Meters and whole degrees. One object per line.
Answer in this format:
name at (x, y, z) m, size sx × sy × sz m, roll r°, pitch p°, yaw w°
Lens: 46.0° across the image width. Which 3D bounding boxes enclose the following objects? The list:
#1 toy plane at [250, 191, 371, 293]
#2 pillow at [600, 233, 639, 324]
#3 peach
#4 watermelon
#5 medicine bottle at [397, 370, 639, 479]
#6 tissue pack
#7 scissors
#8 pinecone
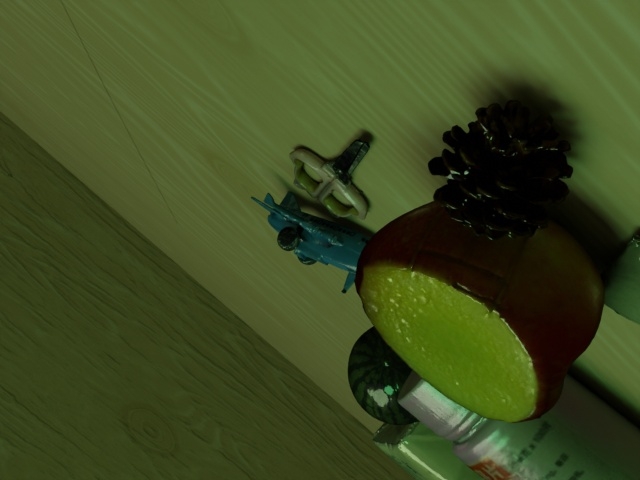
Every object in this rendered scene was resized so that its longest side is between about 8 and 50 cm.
toy plane at (0.000, 0.000, 1.318) m, size 0.271 × 0.105 × 0.254 m, roll 36°, pitch 179°, yaw 32°
pillow at (0.406, 0.092, 0.813) m, size 0.229 × 0.050 × 0.148 m, roll 35°, pitch 156°, yaw 12°
peach at (0.178, 0.062, 0.881) m, size 0.274 × 0.245 × 0.249 m, roll 29°, pitch 121°, yaw 8°
watermelon at (0.155, 0.260, 1.500) m, size 0.212 × 0.212 × 0.212 m, roll 35°, pitch 163°, yaw 13°
medicine bottle at (0.331, 0.300, 1.204) m, size 0.388 × 0.219 × 0.219 m, roll 37°, pitch 163°, yaw 3°
tissue pack at (0.340, 0.512, 1.750) m, size 0.380 × 0.207 × 0.297 m, roll 39°, pitch 165°, yaw 0°
scissors at (0.027, -0.100, 1.141) m, size 0.160 × 0.024 × 0.317 m, roll 41°, pitch 164°, yaw -3°
pinecone at (0.177, -0.072, 0.732) m, size 0.140 × 0.140 × 0.121 m, roll 34°, pitch 137°, yaw 15°
